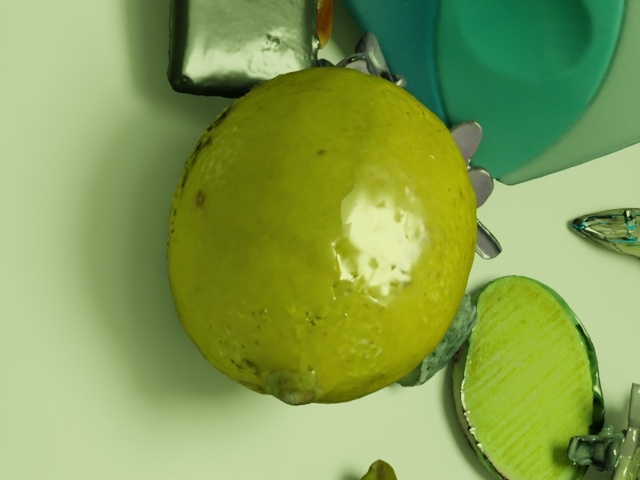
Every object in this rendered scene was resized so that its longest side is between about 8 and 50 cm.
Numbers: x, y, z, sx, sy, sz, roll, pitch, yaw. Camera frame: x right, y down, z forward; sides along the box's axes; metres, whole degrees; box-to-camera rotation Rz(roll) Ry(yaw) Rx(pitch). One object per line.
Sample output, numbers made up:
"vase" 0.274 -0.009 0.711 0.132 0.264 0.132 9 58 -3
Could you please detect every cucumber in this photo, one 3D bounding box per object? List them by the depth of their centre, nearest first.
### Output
"cucumber" 0.106 0.089 1.664 0.112 0.064 0.064 -39 104 -43

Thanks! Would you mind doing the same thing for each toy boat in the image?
"toy boat" 0.358 -0.006 1.940 0.210 0.066 0.084 9 38 -33

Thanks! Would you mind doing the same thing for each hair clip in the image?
"hair clip" 0.083 -0.086 1.642 0.278 0.137 0.090 56 3 -35
"hair clip" 0.312 0.216 1.796 0.187 0.056 0.146 12 89 -59

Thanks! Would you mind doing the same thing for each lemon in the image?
"lemon" 0.000 0.000 1.455 0.258 0.258 0.310 37 52 -30

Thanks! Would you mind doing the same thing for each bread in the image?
"bread" 0.206 0.146 1.764 0.228 0.033 0.228 13 70 -41

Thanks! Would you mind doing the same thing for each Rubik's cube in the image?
"Rubik's cube" 0.240 -0.304 1.692 0.347 0.352 0.352 52 43 -23

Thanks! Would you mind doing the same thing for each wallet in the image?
"wallet" -0.066 -0.263 1.538 0.146 0.030 0.285 3 84 -27

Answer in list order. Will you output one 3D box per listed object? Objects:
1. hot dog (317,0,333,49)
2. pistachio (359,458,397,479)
"hot dog" -0.074 -0.276 1.602 0.131 0.069 0.252 -35 101 -43
"pistachio" 0.041 0.281 1.553 0.089 0.049 0.172 30 53 -61
